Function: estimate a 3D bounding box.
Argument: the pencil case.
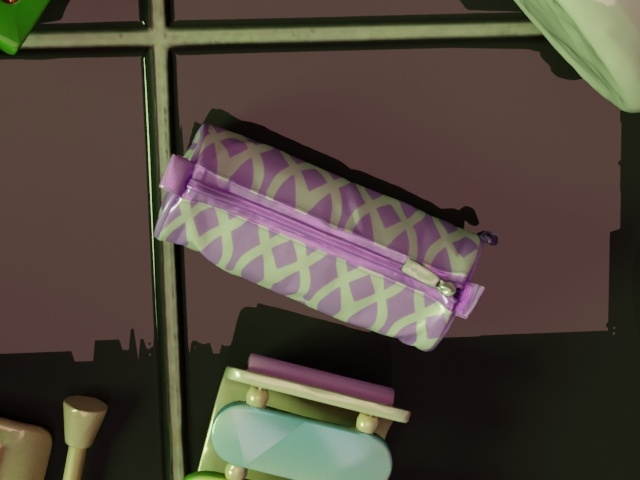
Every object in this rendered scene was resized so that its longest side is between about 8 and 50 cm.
[{"bbox_3d":[0.000,0.000,0.871,0.206,0.088,0.086,21,97,-6],"label":"pencil case"}]

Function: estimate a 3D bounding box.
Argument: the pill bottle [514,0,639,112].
[{"bbox_3d":[0.240,-0.226,0.796,0.301,0.169,0.169,-40,100,5],"label":"pill bottle"}]

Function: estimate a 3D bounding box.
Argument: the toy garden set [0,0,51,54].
[{"bbox_3d":[-0.280,-0.176,0.824,0.244,0.049,0.204,33,77,-11],"label":"toy garden set"}]

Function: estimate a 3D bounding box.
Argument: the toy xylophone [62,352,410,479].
[{"bbox_3d":[-0.067,0.221,0.915,0.236,0.081,0.322,6,101,-3],"label":"toy xylophone"}]

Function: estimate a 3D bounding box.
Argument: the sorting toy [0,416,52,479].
[{"bbox_3d":[-0.296,0.187,0.920,0.208,0.038,0.193,15,100,-6],"label":"sorting toy"}]
